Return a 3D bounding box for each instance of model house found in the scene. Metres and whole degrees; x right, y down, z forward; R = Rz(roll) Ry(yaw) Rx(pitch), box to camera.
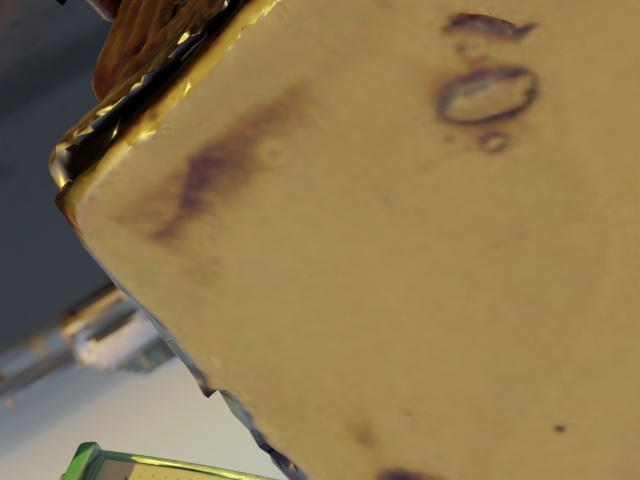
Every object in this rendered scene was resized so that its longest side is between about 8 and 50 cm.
[{"bbox_3d":[0.074,-0.092,0.674,0.297,0.317,0.282,-24,-144,27],"label":"model house"}]

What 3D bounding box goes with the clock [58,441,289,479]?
[{"bbox_3d":[-0.146,0.318,1.620,0.231,0.116,0.262,6,-128,21],"label":"clock"}]
